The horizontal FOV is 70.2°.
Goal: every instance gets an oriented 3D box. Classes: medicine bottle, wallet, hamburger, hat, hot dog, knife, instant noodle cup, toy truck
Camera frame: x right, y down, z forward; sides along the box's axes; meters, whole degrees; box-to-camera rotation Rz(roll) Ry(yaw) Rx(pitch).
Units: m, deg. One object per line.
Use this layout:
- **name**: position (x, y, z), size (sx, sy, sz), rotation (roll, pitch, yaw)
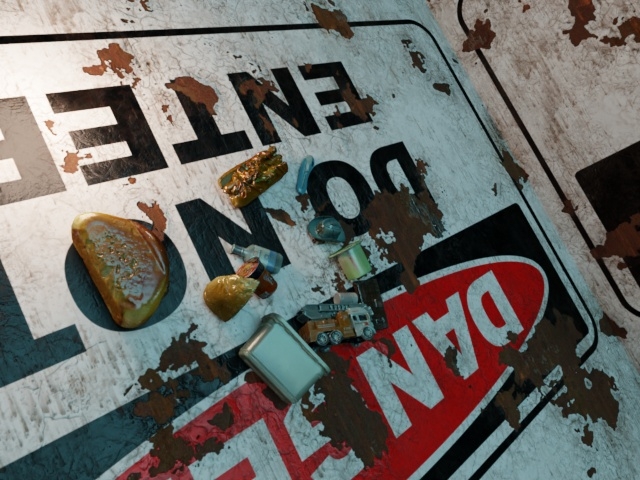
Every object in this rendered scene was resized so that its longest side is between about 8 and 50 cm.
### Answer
- **medicine bottle**: position (-0.254, 0.066, 1.819), size (0.208, 0.054, 0.090), rotation (20, 64, -21)
- **wallet**: position (0.222, 0.286, 2.018), size (0.124, 0.042, 0.230), rotation (-4, 70, -27)
- **hamburger**: position (-0.322, 0.192, 1.631), size (0.155, 0.208, 0.135), rotation (39, 52, -17)
- **hat**: position (0.043, -0.055, 2.025), size (0.191, 0.078, 0.138), rotation (1, 56, -33)
- **hot dog**: position (-0.635, 0.074, 1.507), size (0.223, 0.185, 0.405), rotation (-28, 85, -35)
- **knife**: position (-0.069, -0.308, 2.103), size (0.064, 0.031, 0.222), rotation (26, 59, -24)
- **instant noodle cup**: position (-0.239, 0.151, 1.749), size (0.135, 0.127, 0.127), rotation (49, 52, -26)
- **hot dog**: position (-0.270, -0.276, 1.917), size (0.158, 0.117, 0.349), rotation (52, 53, -3)
- **toy truck**: position (0.076, 0.339, 1.846), size (0.338, 0.133, 0.184), rotation (-3, 64, -26)
- **medicine bottle**: position (0.109, 0.252, 1.954), size (0.091, 0.058, 0.058), rotation (3, 68, -30)

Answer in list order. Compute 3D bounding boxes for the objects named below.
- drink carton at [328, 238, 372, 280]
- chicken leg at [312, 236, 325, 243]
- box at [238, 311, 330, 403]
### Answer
- **drink carton**: position (0.146, 0.089, 2.002), size (0.146, 0.144, 0.142), rotation (-28, 92, -36)
- **chicken leg**: position (0.000, 0.002, 2.019), size (0.083, 0.021, 0.036), rotation (-8, 58, -34)
- **box**: position (-0.143, 0.438, 1.666), size (0.312, 0.175, 0.182), rotation (48, 62, -5)
